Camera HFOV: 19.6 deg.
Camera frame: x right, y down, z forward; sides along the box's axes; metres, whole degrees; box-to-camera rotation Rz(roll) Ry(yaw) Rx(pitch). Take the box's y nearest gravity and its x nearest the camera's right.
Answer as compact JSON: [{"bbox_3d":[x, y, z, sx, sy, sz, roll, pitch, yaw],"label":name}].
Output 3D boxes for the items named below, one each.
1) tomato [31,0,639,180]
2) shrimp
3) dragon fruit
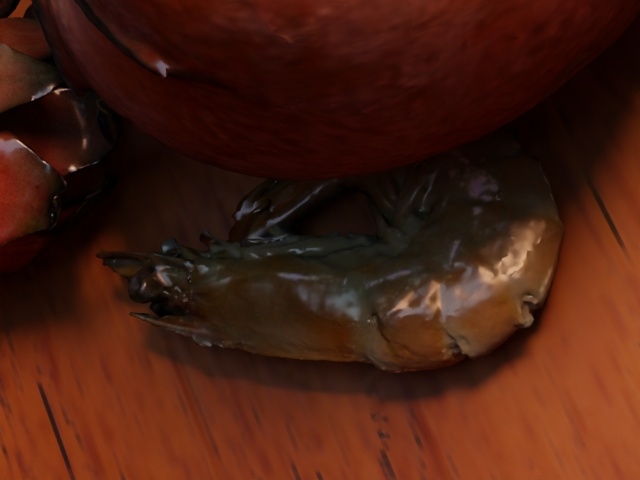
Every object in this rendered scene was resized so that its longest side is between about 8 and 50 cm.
[{"bbox_3d":[0.008,-0.156,0.594,0.265,0.265,0.265,-6,73,22],"label":"tomato"},{"bbox_3d":[0.000,0.000,0.670,0.180,0.041,0.099,-4,73,23],"label":"shrimp"},{"bbox_3d":[-0.144,-0.040,0.704,0.142,0.121,0.130,0,82,-2],"label":"dragon fruit"}]
